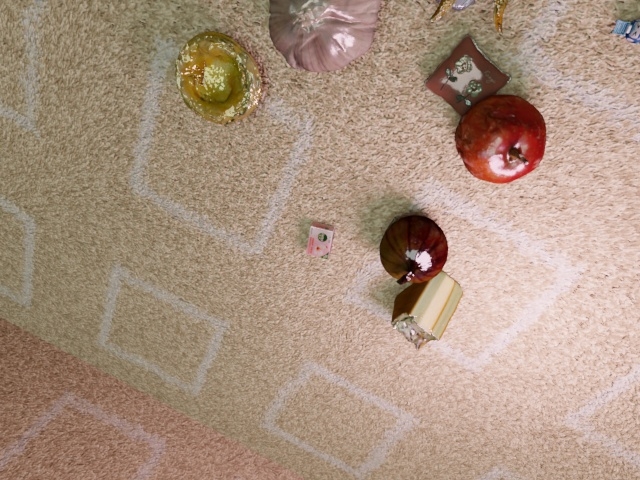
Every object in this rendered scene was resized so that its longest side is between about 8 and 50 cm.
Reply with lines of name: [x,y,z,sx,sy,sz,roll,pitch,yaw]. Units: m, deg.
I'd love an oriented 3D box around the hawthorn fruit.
hawthorn fruit: [0.495,-0.256,1.102,0.241,0.272,0.242,-1,127,-2]

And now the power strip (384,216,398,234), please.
power strip: [0.249,-0.050,1.426,0.017,0.027,0.083,29,121,-3]

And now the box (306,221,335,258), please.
box: [0.000,0.000,1.514,0.089,0.043,0.125,13,121,8]

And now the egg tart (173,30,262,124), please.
egg tart: [-0.313,-0.506,1.283,0.288,0.118,0.288,6,117,13]

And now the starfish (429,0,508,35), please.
starfish: [0.359,-0.691,0.970,0.357,0.078,0.347,22,105,-2]

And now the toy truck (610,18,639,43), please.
toy truck: [0.761,-0.519,1.002,0.090,0.073,0.056,13,120,8]

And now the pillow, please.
pillow: [0.408,-0.445,1.139,0.179,0.075,0.171,39,122,-9]

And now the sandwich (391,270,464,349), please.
sandwich: [0.383,0.247,1.451,0.155,0.198,0.227,39,121,-7]

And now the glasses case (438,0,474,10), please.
glasses case: [0.281,-0.695,1.042,0.282,0.067,0.109,30,115,0]

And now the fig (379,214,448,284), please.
fig: [0.314,0.036,1.360,0.234,0.214,0.235,0,99,-3]

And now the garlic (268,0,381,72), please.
garlic: [0.005,-0.589,1.069,0.317,0.259,0.318,6,114,13]
